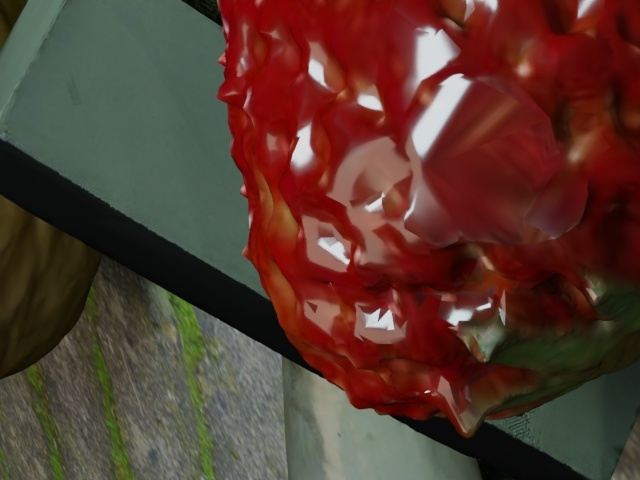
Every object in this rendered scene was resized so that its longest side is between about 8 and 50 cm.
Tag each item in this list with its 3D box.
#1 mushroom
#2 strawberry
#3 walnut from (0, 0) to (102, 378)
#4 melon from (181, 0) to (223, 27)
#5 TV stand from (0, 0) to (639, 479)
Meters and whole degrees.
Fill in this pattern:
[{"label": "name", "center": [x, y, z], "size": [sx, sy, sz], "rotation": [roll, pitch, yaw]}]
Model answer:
[{"label": "mushroom", "center": [0.043, 0.118, 0.910], "size": [0.159, 0.122, 0.328], "rotation": [-12, 107, 29]}, {"label": "strawberry", "center": [0.046, -0.075, 0.585], "size": [0.244, 0.205, 0.205], "rotation": [60, 157, 14]}, {"label": "walnut", "center": [-0.309, -0.074, 1.190], "size": [0.354, 0.308, 0.397], "rotation": [-2, 117, 29]}, {"label": "melon", "center": [-0.027, -0.128, 0.743], "size": [0.192, 0.139, 0.139], "rotation": [8, 121, 65]}, {"label": "TV stand", "center": [0.000, 0.000, 0.708], "size": [0.269, 0.082, 0.088], "rotation": [30, 164, -18]}]
